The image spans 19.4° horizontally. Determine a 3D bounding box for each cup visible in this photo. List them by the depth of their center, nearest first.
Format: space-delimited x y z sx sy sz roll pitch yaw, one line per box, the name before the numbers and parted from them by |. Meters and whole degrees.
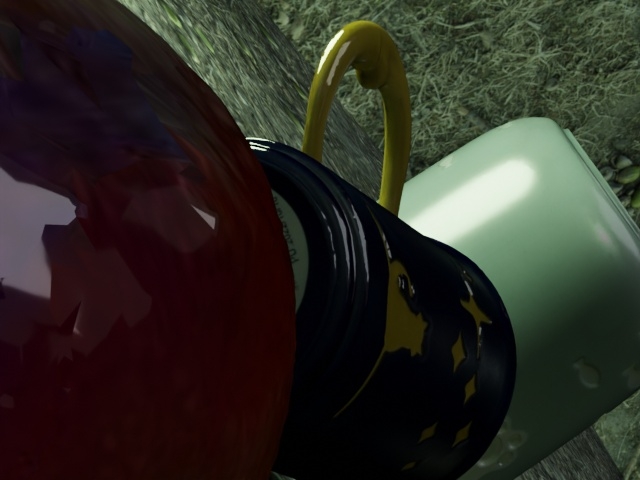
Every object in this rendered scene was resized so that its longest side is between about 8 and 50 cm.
cup | -0.018 0.012 1.073 0.256 0.178 0.255 35 37 -64
cup | 0.162 0.066 1.610 0.259 0.274 0.357 58 10 20

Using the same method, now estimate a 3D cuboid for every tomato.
tomato | -0.130 -0.012 0.479 0.289 0.176 0.335 55 20 12
